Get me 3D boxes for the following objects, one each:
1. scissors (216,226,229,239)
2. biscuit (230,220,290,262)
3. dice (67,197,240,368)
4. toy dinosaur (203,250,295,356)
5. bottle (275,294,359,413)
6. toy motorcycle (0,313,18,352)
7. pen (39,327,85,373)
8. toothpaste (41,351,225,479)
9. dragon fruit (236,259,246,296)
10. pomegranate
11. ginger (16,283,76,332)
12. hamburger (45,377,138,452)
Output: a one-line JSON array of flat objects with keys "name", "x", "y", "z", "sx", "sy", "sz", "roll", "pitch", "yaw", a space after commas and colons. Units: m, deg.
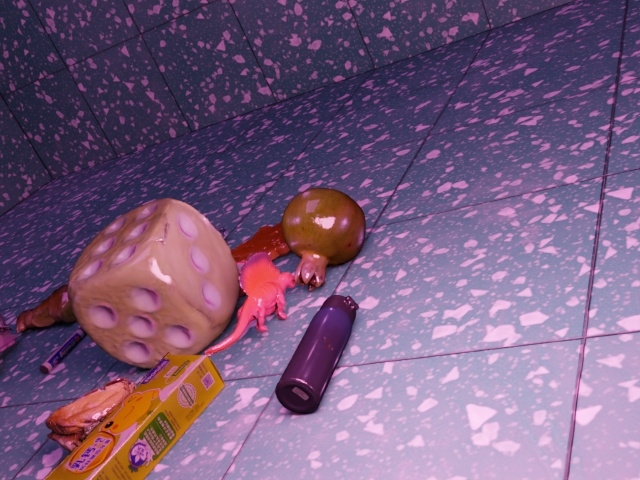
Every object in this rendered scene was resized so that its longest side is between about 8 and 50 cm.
[{"name": "scissors", "x": -0.347, "y": 0.082, "z": 1.891, "sx": 0.180, "sy": 0.032, "sz": 0.393, "roll": -9, "pitch": 28, "yaw": 37}, {"name": "biscuit", "x": -0.098, "y": -0.003, "z": 1.802, "sx": 0.280, "sy": 0.043, "sz": 0.183, "roll": -19, "pitch": 26, "yaw": 6}, {"name": "dice", "x": -0.326, "y": 0.086, "z": 1.519, "sx": 0.254, "sy": 0.250, "sz": 0.252, "roll": -23, "pitch": 32, "yaw": 23}, {"name": "toy dinosaur", "x": -0.131, "y": 0.101, "z": 1.415, "sx": 0.070, "sy": 0.139, "sz": 0.286, "roll": 4, "pitch": 19, "yaw": 31}, {"name": "bottle", "x": -0.001, "y": 0.179, "z": 1.238, "sx": 0.082, "sy": 0.072, "sz": 0.244, "roll": -38, "pitch": 12, "yaw": 35}, {"name": "toy motorcycle", "x": -0.863, "y": 0.278, "z": 1.868, "sx": 0.143, "sy": 0.188, "sz": 0.327, "roll": -32, "pitch": 5, "yaw": 13}, {"name": "pen", "x": -0.599, "y": 0.246, "z": 1.807, "sx": 0.025, "sy": 0.025, "sz": 0.204, "roll": -13, "pitch": 25, "yaw": 30}, {"name": "toothpaste", "x": -0.299, "y": 0.315, "z": 1.249, "sx": 0.110, "sy": 0.077, "sz": 0.327, "roll": -5, "pitch": 30, "yaw": 38}, {"name": "dragon fruit", "x": -0.167, "y": 0.089, "z": 1.646, "sx": 0.056, "sy": 0.060, "sz": 0.083, "roll": -12, "pitch": 51, "yaw": 15}, {"name": "pomegranate", "x": -0.003, "y": -0.014, "z": 1.539, "sx": 0.179, "sy": 0.179, "sz": 0.210, "roll": -10, "pitch": 27, "yaw": 34}, {"name": "ginger", "x": -0.723, "y": 0.181, "z": 2.023, "sx": 0.294, "sy": 0.086, "sz": 0.131, "roll": -18, "pitch": 44, "yaw": 31}, {"name": "hamburger", "x": -0.392, "y": 0.327, "z": 1.325, "sx": 0.176, "sy": 0.087, "sz": 0.102, "roll": -24, "pitch": 32, "yaw": -15}]
